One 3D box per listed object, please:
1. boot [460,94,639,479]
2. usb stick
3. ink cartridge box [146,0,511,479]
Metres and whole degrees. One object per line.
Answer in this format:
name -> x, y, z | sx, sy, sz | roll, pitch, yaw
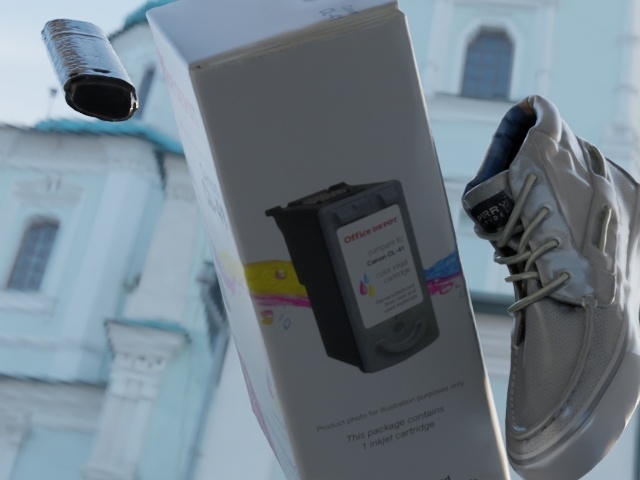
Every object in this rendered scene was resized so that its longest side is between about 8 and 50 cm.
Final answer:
boot -> 0.122, 0.020, 0.879 | 0.123, 0.258, 0.095 | 43, -55, -16
usb stick -> -0.239, -0.178, 1.559 | 0.077, 0.278, 0.045 | 14, -74, -20
ink cartridge box -> 0.000, 0.000, 0.946 | 0.131, 0.226, 0.306 | -18, -70, -7
